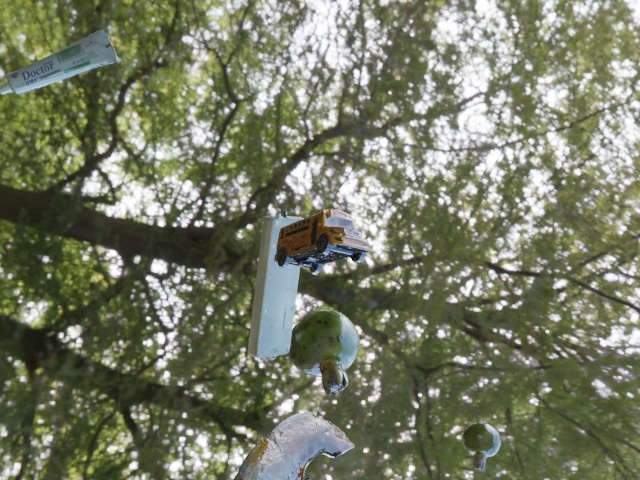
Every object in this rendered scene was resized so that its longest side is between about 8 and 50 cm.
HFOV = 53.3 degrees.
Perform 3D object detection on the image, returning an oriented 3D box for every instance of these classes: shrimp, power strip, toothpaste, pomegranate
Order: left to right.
[{"bbox_3d":[-0.482,-0.316,1.162,0.064,0.218,0.041,65,-6,-5],"label":"toothpaste"},{"bbox_3d":[-0.102,0.101,1.508,0.043,0.106,0.367,15,-79,45],"label":"power strip"},{"bbox_3d":[-0.005,0.214,0.536,0.052,0.187,0.132,10,-93,40],"label":"shrimp"},{"bbox_3d":[0.015,0.298,1.706,0.202,0.202,0.248,-44,-142,29],"label":"pomegranate"},{"bbox_3d":[0.308,0.387,1.208,0.073,0.073,0.084,-44,-130,29],"label":"pomegranate"}]

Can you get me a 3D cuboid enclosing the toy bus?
[{"bbox_3d":[0.000,0.000,1.109,0.194,0.083,0.088,-18,-116,54],"label":"toy bus"}]
